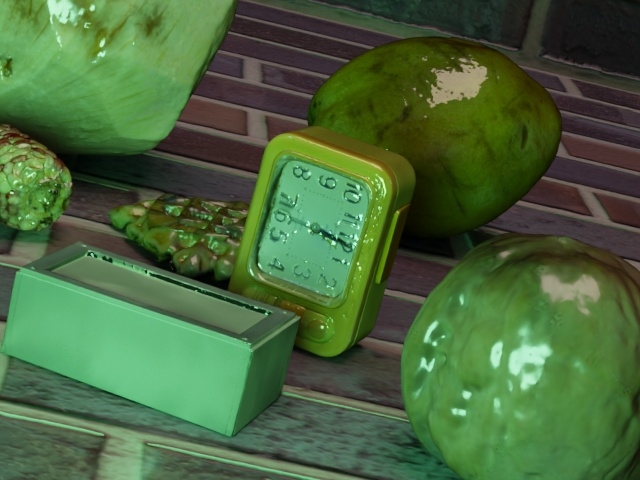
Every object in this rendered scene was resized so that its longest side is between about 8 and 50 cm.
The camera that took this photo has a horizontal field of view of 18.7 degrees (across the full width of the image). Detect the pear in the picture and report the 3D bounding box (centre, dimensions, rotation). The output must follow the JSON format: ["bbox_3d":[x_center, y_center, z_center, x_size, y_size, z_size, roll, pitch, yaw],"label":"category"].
[{"bbox_3d":[0.135,-0.125,2.385,0.321,0.269,0.269,-2,19,-9],"label":"pear"}]

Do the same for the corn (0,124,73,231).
[{"bbox_3d":[-0.369,-0.091,2.087,0.098,0.098,0.290,0,20,-40],"label":"corn"}]

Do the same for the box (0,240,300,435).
[{"bbox_3d":[-0.148,0.081,1.718,0.225,0.086,0.129,18,16,14],"label":"box"}]

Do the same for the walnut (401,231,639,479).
[{"bbox_3d":[0.194,0.105,1.685,0.248,0.248,0.248,13,16,-4],"label":"walnut"}]

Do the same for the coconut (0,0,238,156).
[{"bbox_3d":[-0.307,-0.273,2.288,0.415,0.415,0.344,20,-25,20],"label":"coconut"}]

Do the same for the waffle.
[{"bbox_3d":[-0.100,-0.004,2.102,0.204,0.054,0.223,4,18,-33],"label":"waffle"}]

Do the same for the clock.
[{"bbox_3d":[0.000,0.000,1.906,0.143,0.202,0.096,21,16,20],"label":"clock"}]
